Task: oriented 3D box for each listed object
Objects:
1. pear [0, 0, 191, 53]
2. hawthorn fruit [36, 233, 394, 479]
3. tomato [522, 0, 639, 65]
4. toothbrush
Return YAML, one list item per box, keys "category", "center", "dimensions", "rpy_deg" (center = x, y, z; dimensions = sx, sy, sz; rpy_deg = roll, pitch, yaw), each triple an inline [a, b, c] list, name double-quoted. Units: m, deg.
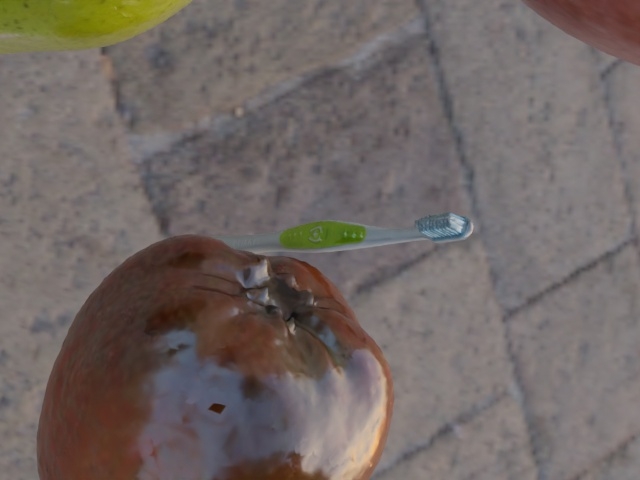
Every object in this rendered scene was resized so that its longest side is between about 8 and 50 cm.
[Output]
- category: "pear"
  center: [-0.155, -0.236, 0.910]
  dimensions: [0.294, 0.294, 0.294]
  rpy_deg: [-5, 99, -37]
- category: "hawthorn fruit"
  center: [-0.077, 0.131, 1.083]
  dimensions: [0.210, 0.210, 0.262]
  rpy_deg: [-1, 131, -38]
- category: "tomato"
  center: [0.171, -0.182, 0.487]
  dimensions: [0.341, 0.341, 0.273]
  rpy_deg: [-58, 152, -17]
- category: "toothbrush"
  center: [0.000, 0.000, 1.152]
  dimensions: [0.026, 0.263, 0.022]
  rpy_deg: [24, 70, -39]
